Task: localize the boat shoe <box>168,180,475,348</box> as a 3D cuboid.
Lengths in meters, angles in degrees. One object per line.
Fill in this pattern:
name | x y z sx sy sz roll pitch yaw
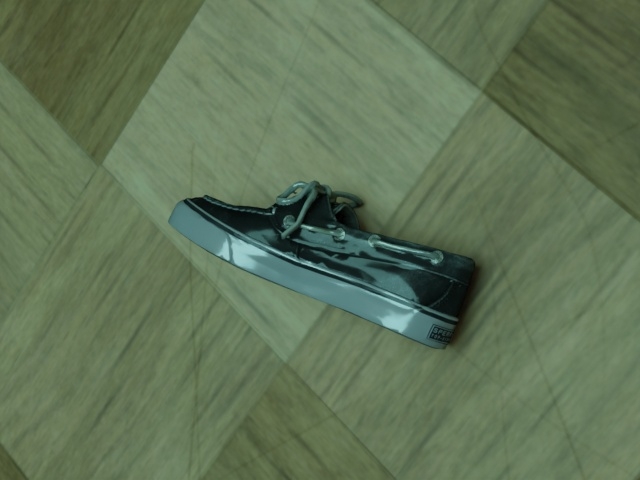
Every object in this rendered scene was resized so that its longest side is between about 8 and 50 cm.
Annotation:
boat shoe | -0.002 0.000 1.209 0.306 0.113 0.105 22 91 29
